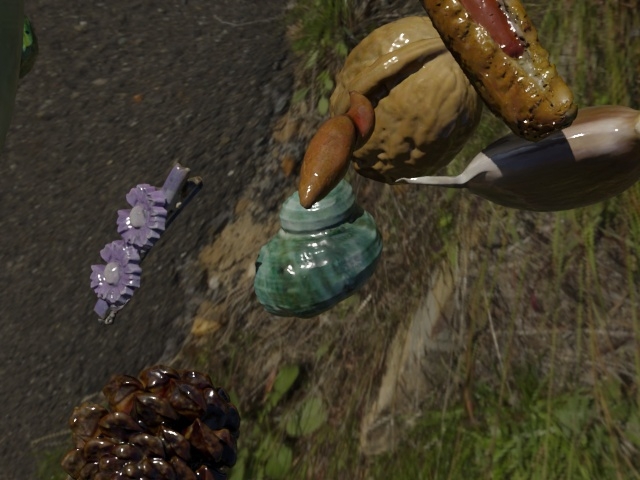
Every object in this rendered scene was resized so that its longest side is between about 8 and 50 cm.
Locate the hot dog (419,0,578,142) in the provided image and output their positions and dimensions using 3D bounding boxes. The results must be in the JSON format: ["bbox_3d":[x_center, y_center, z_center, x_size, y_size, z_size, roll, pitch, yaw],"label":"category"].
[{"bbox_3d":[0.126,-0.211,0.762,0.068,0.083,0.289,-34,86,-13],"label":"hot dog"}]

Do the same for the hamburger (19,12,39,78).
[{"bbox_3d":[-0.624,-0.373,1.490,0.192,0.168,0.288,-29,102,15],"label":"hamburger"}]

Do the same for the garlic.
[{"bbox_3d":[0.226,-0.079,0.913,0.266,0.128,0.148,-19,138,17],"label":"garlic"}]

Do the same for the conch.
[{"bbox_3d":[0.000,0.000,1.466,0.220,0.195,0.277,3,108,-8],"label":"conch"}]

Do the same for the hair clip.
[{"bbox_3d":[-0.280,0.005,1.318,0.106,0.084,0.292,38,101,34],"label":"hair clip"}]

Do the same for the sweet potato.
[{"bbox_3d":[0.019,-0.108,0.969,0.055,0.202,0.058,35,137,-3],"label":"sweet potato"}]

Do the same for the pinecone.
[{"bbox_3d":[-0.227,0.290,1.217,0.244,0.309,0.244,3,105,12],"label":"pinecone"}]

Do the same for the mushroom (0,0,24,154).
[{"bbox_3d":[-0.286,-0.098,0.318,0.352,0.260,0.352,-2,96,-20],"label":"mushroom"}]

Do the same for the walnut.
[{"bbox_3d":[0.134,-0.211,1.281,0.257,0.257,0.224,-28,68,8],"label":"walnut"}]
